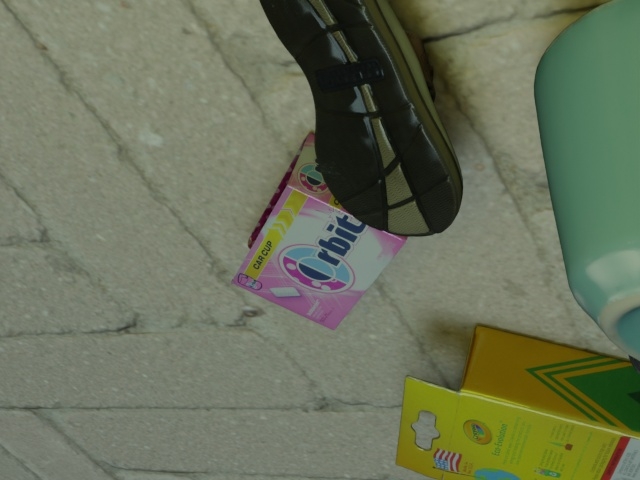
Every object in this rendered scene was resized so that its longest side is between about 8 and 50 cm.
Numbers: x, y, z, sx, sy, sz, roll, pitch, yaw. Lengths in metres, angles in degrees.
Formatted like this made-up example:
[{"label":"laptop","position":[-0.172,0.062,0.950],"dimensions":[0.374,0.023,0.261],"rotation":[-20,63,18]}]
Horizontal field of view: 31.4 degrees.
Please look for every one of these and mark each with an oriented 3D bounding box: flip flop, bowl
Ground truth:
[{"label":"flip flop","position":[0.036,-0.118,0.813],"dimensions":[0.112,0.080,0.277],"rotation":[-3,124,37]},{"label":"bowl","position":[0.274,-0.008,0.695],"dimensions":[0.311,0.163,0.311],"rotation":[12,160,4]}]

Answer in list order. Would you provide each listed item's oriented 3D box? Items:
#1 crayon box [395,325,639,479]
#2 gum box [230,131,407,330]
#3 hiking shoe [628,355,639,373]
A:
[{"label":"crayon box","position":[0.239,0.191,1.121],"dimensions":[0.318,0.081,0.202],"rotation":[13,145,9]},{"label":"gum box","position":[0.000,0.000,0.995],"dimensions":[0.107,0.062,0.188],"rotation":[25,145,-6]},{"label":"hiking shoe","position":[0.371,0.101,0.926],"dimensions":[0.226,0.086,0.114],"rotation":[17,149,6]}]
